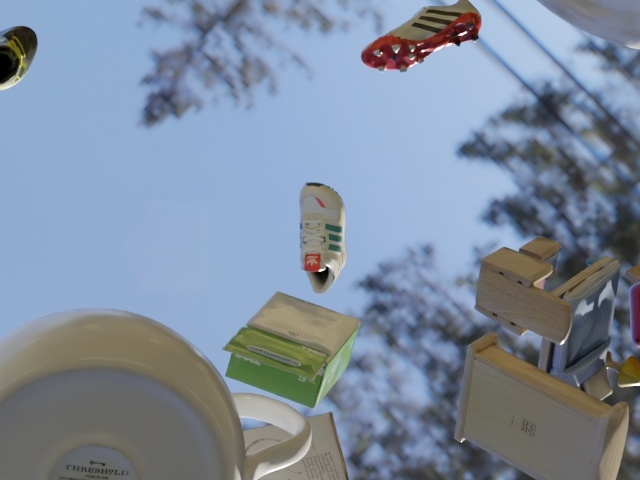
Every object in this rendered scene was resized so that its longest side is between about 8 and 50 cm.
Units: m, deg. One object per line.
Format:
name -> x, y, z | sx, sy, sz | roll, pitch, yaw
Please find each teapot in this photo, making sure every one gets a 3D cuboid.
teapot -> -0.176, 0.154, 1.397 | 0.256, 0.252, 0.187 | 49, -172, -18

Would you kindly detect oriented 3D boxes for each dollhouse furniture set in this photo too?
dollhouse furniture set -> 0.341, 0.128, 2.087 | 0.198, 0.286, 0.303 | 27, -144, 32

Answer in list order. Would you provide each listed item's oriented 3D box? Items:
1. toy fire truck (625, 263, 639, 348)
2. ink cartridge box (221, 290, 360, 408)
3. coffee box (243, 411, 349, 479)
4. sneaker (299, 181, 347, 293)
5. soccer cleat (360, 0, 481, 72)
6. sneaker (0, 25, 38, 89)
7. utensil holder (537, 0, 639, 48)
toy fire truck -> 0.482, 0.086, 2.311 | 0.217, 0.246, 0.158 | 5, -102, -33
ink cartridge box -> -0.036, 0.129, 1.942 | 0.109, 0.062, 0.209 | 20, -161, 10
coffee box -> -0.100, 0.260, 1.703 | 0.141, 0.246, 0.098 | 99, 158, -63
sneaker -> 0.000, 0.000, 2.297 | 0.075, 0.057, 0.161 | -70, -21, -47
soccer cleat -> 0.065, -0.136, 1.138 | 0.029, 0.083, 0.035 | 66, -175, -48
sneaker -> -0.184, -0.103, 1.012 | 0.031, 0.035, 0.083 | 55, -142, -17
utensil holder -> 0.375, -0.434, 1.731 | 0.328, 0.385, 0.327 | 6, -125, -8
